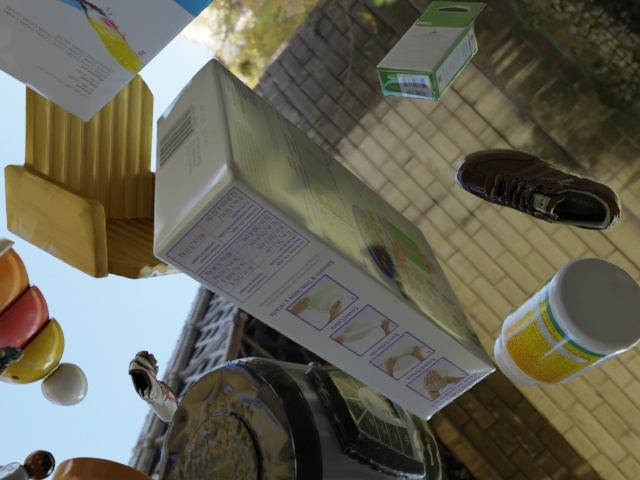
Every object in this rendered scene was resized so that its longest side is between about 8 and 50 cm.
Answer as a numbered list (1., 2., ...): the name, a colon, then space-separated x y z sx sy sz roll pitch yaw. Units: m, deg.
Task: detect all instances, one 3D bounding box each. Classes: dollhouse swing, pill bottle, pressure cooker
1. dollhouse swing: -0.338 -0.136 1.243 0.315 0.305 0.347 23 -167 26
2. pill bottle: 0.299 0.113 0.857 0.117 0.117 0.208 48 155 14
3. pressure cooker: -0.010 0.390 1.150 0.420 0.370 0.375 19 168 -42

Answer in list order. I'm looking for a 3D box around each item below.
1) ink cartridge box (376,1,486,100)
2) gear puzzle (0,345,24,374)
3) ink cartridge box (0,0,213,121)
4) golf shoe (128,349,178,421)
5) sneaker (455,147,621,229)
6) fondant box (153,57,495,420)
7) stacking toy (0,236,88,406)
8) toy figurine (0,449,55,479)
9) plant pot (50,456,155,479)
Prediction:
1. ink cartridge box: 0.199 -0.331 1.188 0.109 0.209 0.062 15 144 35
2. gear puzzle: -0.845 0.273 1.549 0.175 0.338 0.044 -52 -44 -53
3. ink cartridge box: -0.267 -0.322 0.798 0.197 0.270 0.198 32 -144 -39
4. golf shoe: -0.391 0.350 1.575 0.086 0.067 0.186 -68 -43 -64
5. sneaker: 0.245 -0.058 0.777 0.188 0.066 0.071 14 -158 13
6. fondant box: 0.000 0.000 0.660 0.330 0.096 0.238 35 -159 -30
7. stacking toy: -0.796 0.260 1.806 0.480 0.350 0.350 48 -167 -15
8. toy figurine: -0.459 0.457 1.097 0.148 0.213 0.209 -23 -120 -40
9. plant pot: -0.509 0.660 1.561 0.291 0.291 0.203 39 -143 -21
